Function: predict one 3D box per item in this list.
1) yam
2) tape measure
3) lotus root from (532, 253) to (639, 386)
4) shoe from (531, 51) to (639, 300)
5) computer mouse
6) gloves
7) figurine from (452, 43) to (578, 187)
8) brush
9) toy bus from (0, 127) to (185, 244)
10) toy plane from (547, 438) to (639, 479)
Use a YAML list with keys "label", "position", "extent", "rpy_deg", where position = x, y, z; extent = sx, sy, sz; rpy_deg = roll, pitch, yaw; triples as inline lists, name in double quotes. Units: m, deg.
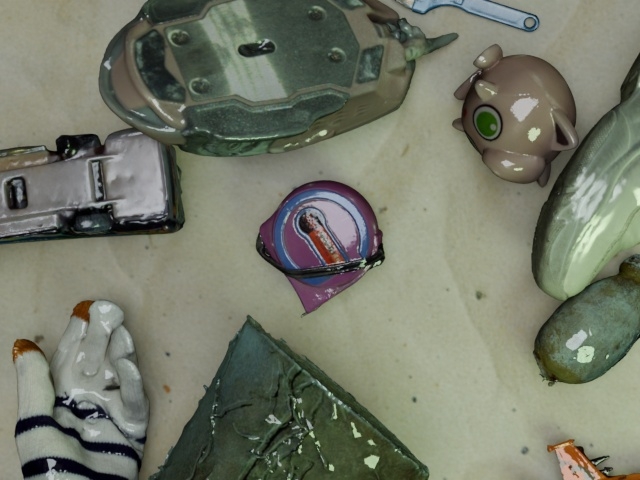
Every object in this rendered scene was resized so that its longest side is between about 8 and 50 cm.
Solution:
- label: "yam"
  position: [-0.060, 0.273, 1.505]
  extent: [0.241, 0.241, 0.348]
  rpy_deg: [32, 97, 5]
- label: "tape measure"
  position: [0.000, 0.000, 1.579]
  extent: [0.125, 0.074, 0.118]
  rpy_deg: [-31, 92, 9]
- label: "lotus root"
  position: [0.284, 0.084, 1.549]
  extent: [0.165, 0.088, 0.088]
  rpy_deg: [-41, 86, -6]
- label: "shoe"
  position: [0.360, -0.062, 1.511]
  extent: [0.210, 0.132, 0.342]
  rpy_deg: [34, 86, 5]
- label: "computer mouse"
  position: [-0.042, -0.175, 1.552]
  extent: [0.389, 0.115, 0.199]
  rpy_deg: [-12, 71, -24]
- label: "gloves"
  position: [-0.243, 0.173, 1.587]
  extent: [0.140, 0.131, 0.219]
  rpy_deg: [-3, 58, 7]
- label: "figurine"
  position: [0.197, -0.124, 1.535]
  extent: [0.125, 0.125, 0.138]
  rpy_deg: [-36, 82, 4]
- label: "brush"
  position: [0.150, -0.250, 1.597]
  extent: [0.164, 0.014, 0.051]
  rpy_deg: [18, 92, 4]
- label: "toy bus"
  position: [-0.302, -0.041, 1.580]
  extent: [0.317, 0.138, 0.112]
  rpy_deg: [-6, 84, 7]
- label: "toy plane"
  position: [0.298, 0.257, 1.559]
  extent: [0.188, 0.062, 0.135]
  rpy_deg: [-19, 87, -9]
